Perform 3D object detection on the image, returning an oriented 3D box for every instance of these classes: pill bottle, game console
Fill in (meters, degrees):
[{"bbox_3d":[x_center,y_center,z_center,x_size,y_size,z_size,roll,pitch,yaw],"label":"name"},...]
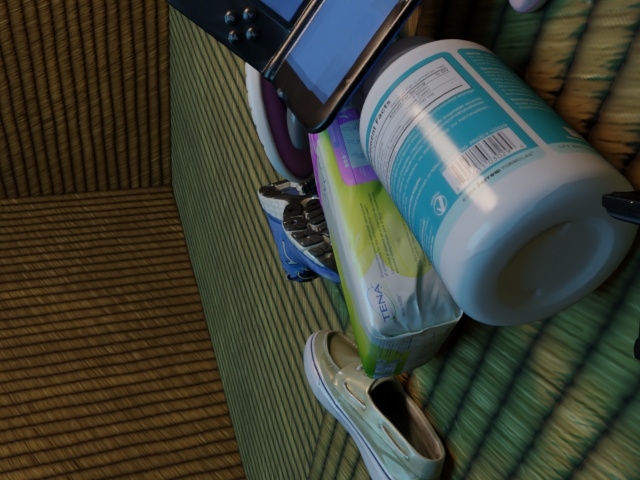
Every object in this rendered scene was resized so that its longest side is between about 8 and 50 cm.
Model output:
[{"bbox_3d":[0.123,-0.069,0.543,0.264,0.146,0.146,-114,25,-43],"label":"pill bottle"},{"bbox_3d":[-0.008,-0.295,0.629,0.293,0.250,0.173,-52,4,15],"label":"game console"}]

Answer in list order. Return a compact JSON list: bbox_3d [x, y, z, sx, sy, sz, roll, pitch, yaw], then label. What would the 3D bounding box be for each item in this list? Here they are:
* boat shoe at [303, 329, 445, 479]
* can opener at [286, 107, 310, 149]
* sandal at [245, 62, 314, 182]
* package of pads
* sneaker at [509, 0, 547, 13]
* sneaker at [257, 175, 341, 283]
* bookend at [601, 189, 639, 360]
[{"bbox_3d":[0.075,0.214,0.885,0.302,0.109,0.094,51,129,43],"label":"boat shoe"},{"bbox_3d":[0.009,-0.265,0.912,0.074,0.093,0.280,20,111,57],"label":"can opener"},{"bbox_3d":[-0.034,-0.295,0.985,0.102,0.169,0.416,0,97,31],"label":"sandal"},{"bbox_3d":[0.063,-0.012,0.734,0.229,0.101,0.296,85,171,-69],"label":"package of pads"},{"bbox_3d":[0.158,-0.236,0.501,0.134,0.070,0.051,108,148,-53],"label":"sneaker"},{"bbox_3d":[0.000,0.000,1.013,0.330,0.129,0.147,-133,26,-66],"label":"sneaker"},{"bbox_3d":[0.213,0.053,0.302,0.072,0.156,0.157,-149,54,-67],"label":"bookend"}]
